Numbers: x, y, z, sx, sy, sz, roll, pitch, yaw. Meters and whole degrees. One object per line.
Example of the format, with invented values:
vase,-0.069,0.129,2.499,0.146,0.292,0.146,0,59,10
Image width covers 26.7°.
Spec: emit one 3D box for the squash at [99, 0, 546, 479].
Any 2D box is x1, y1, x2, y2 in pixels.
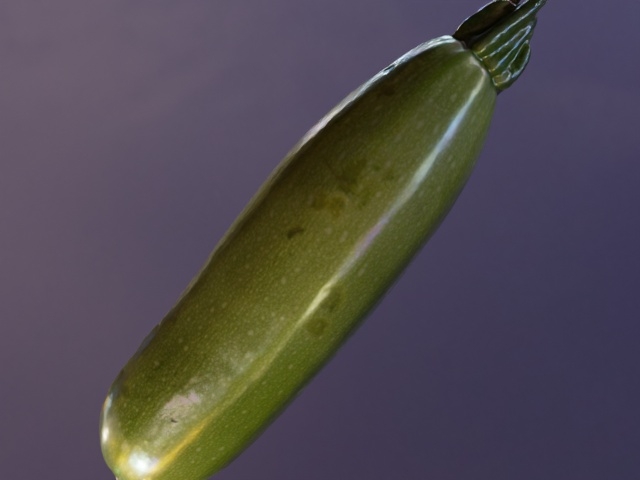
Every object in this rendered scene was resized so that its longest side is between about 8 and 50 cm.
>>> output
squash,0.000,0.000,0.685,0.341,0.094,0.094,-49,-141,7
